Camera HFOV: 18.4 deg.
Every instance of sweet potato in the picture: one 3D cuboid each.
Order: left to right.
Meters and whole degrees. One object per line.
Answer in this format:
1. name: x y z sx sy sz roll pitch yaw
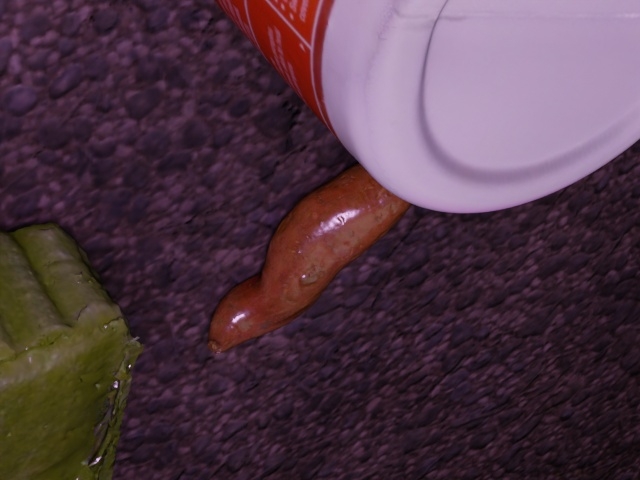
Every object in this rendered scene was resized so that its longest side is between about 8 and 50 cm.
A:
1. sweet potato: 0.000 -0.001 1.296 0.202 0.058 0.055 -43 -172 10

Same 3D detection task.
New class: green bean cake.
1. green bean cake: -0.218 0.106 1.153 0.200 0.113 0.214 -17 140 -30

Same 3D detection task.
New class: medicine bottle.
1. medicine bottle: 0.064 -0.177 0.994 0.252 0.241 0.252 -25 143 -20
